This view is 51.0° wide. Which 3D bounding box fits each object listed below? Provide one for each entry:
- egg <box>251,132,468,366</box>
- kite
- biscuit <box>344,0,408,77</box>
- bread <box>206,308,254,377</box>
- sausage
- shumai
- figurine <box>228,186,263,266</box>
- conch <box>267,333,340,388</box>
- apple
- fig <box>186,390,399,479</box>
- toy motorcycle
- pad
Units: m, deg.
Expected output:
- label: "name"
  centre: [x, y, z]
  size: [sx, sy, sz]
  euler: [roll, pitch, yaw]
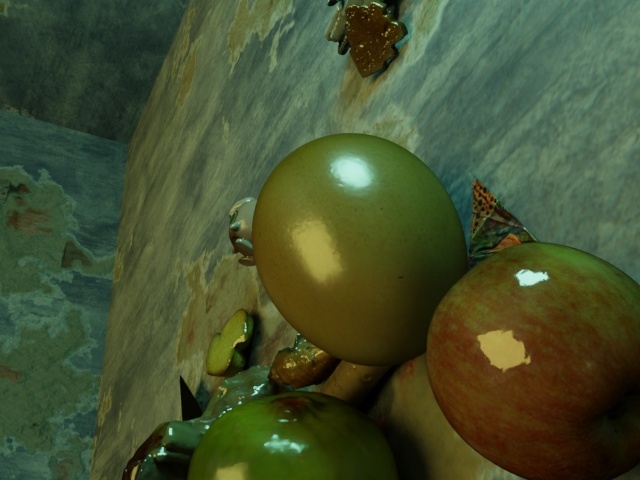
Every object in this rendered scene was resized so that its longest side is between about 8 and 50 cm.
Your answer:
- label: "egg"
  centre: [0.047, 0.008, 0.809]
  size: [0.250, 0.250, 0.322]
  euler: [-64, 30, 24]
- label: "kite"
  centre: [0.204, 0.013, 0.766]
  size: [0.125, 0.008, 0.222]
  euler: [-17, 62, 61]
- label: "biscuit"
  centre: [0.085, -0.332, 1.115]
  size: [0.119, 0.019, 0.130]
  euler: [33, 134, 22]
- label: "bread"
  centre: [-0.183, 0.219, 1.408]
  size: [0.187, 0.065, 0.149]
  euler: [-17, 52, 65]
- label: "sausage"
  centre: [0.031, 0.223, 0.955]
  size: [0.301, 0.066, 0.066]
  euler: [-59, 30, 30]
- label: "shumai"
  centre: [-0.190, 0.368, 1.079]
  size: [0.217, 0.283, 0.346]
  euler: [1, 81, 63]
- label: "figurine"
  centre: [-0.132, -0.025, 1.348]
  size: [0.125, 0.125, 0.138]
  euler: [-35, 36, 55]
- label: "conch"
  centre: [0.003, 0.166, 1.034]
  size: [0.233, 0.080, 0.086]
  euler: [-42, 61, 17]
- label: "apple"
  centre: [0.188, 0.100, 0.549]
  size: [0.174, 0.188, 0.188]
  euler: [36, 110, 58]
- label: "fig"
  centre: [-0.040, 0.346, 0.830]
  size: [0.258, 0.258, 0.326]
  euler: [-133, 47, -61]
- label: "toy motorcycle"
  centre: [0.083, -0.457, 1.163]
  size: [0.171, 0.110, 0.260]
  euler: [-83, 13, -53]
- label: "pad"
  centre: [-0.267, 0.339, 1.518]
  size: [0.250, 0.055, 0.323]
  euler: [25, 100, 64]
